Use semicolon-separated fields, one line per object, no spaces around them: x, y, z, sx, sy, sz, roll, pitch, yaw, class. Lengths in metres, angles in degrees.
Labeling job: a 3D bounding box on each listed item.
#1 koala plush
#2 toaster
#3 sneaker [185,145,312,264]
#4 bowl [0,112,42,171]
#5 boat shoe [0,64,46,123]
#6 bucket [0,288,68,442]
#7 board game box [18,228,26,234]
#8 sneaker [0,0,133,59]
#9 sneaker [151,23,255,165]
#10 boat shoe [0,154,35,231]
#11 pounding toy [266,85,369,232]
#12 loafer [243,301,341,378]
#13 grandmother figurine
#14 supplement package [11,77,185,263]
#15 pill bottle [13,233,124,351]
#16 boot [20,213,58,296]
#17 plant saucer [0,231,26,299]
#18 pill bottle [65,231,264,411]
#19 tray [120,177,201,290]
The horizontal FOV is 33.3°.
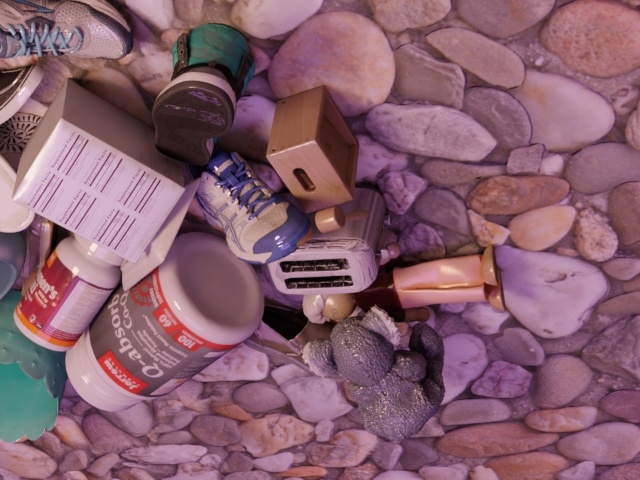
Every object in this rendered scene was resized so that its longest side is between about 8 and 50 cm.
0.093;0.206;1.801;0.196;0.203;0.221;-25;128;17;koala plush
0.000;0.000;1.725;0.227;0.146;0.129;-2;135;10;toaster
-0.126;-0.062;1.607;0.296;0.112;0.131;28;151;52;sneaker
-0.476;-0.116;1.722;0.170;0.080;0.170;5;137;5;bowl
-0.502;-0.216;1.620;0.219;0.077;0.070;-25;125;35;boat shoe
-0.605;0.234;2.036;0.281;0.183;0.281;4;136;4;bucket
-0.591;-0.016;1.781;0.136;0.035;0.201;41;122;-21;board game box
-0.406;-0.291;1.495;0.283;0.122;0.110;14;137;-6;sneaker
-0.154;-0.226;1.484;0.124;0.178;0.295;18;165;-11;sneaker
-0.567;-0.137;1.643;0.319;0.099;0.116;38;102;-15;boat shoe
-0.005;-0.088;1.589;0.094;0.206;0.181;-15;132;23;pounding toy
-0.024;0.181;1.957;0.251;0.094;0.087;15;141;-7;loafer
0.132;0.082;1.830;0.342;0.104;0.208;-10;125;15;grandmother figurine
-0.329;-0.105;1.599;0.203;0.194;0.149;30;107;-21;supplement package
-0.418;0.071;1.830;0.121;0.121;0.221;31;104;-22;pill bottle
-0.549;0.007;1.865;0.165;0.077;0.213;15;131;-9;boot
-0.611;0.087;1.719;0.318;0.043;0.317;-30;165;-9;plant saucer
-0.283;0.155;1.884;0.210;0.210;0.363;33;131;-24;pill bottle
-0.263;-0.009;1.687;0.030;0.145;0.270;26;159;-15;tray
